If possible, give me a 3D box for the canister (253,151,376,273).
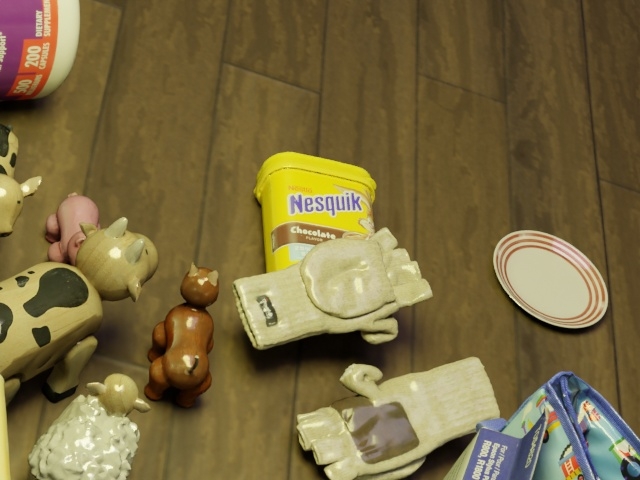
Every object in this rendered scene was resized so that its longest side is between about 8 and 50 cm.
[{"bbox_3d":[0.000,0.000,1.774,0.126,0.073,0.170,12,47,-19],"label":"canister"}]

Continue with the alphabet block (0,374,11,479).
[{"bbox_3d":[-0.343,0.222,1.287,0.192,0.193,0.197,7,47,-21],"label":"alphabet block"}]

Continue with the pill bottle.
[{"bbox_3d":[-0.412,-0.220,1.680,0.323,0.181,0.181,-8,54,-33],"label":"pill bottle"}]

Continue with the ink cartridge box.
[{"bbox_3d":[0.108,0.270,1.463,0.045,0.224,0.223,28,42,-2],"label":"ink cartridge box"}]

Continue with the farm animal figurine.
[{"bbox_3d":[-0.243,0.039,1.530,0.330,0.172,0.327,34,43,5],"label":"farm animal figurine"}]

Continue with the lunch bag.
[{"bbox_3d":[0.230,0.274,1.526,0.138,0.221,0.293,-10,55,-35],"label":"lunch bag"}]

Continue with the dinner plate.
[{"bbox_3d":[0.255,0.046,1.908,0.141,0.017,0.141,16,44,-16],"label":"dinner plate"}]

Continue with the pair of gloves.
[{"bbox_3d":[0.043,0.115,1.660,0.204,0.042,0.240,-23,78,-25],"label":"pair of gloves"}]
